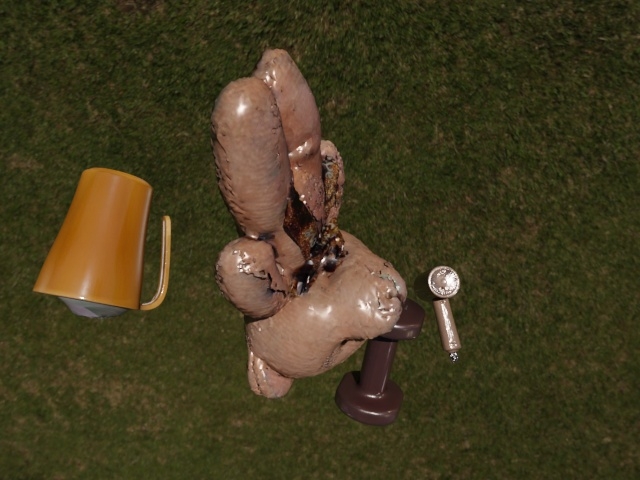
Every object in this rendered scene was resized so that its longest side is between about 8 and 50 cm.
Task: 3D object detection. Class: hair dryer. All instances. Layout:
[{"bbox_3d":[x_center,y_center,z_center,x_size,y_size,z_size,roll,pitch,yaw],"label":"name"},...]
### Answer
[{"bbox_3d":[0.234,0.144,0.984,0.064,0.117,0.182,-10,79,-7],"label":"hair dryer"}]

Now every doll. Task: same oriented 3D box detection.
[{"bbox_3d":[0.000,0.000,0.439,0.156,0.201,0.303,16,138,22],"label":"doll"}]

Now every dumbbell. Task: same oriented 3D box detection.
[{"bbox_3d":[0.108,0.214,0.942,0.124,0.140,0.225,15,108,14],"label":"dumbbell"}]

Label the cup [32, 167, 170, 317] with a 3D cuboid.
[{"bbox_3d":[-0.386,0.015,0.959,0.226,0.264,0.182,19,166,-37],"label":"cup"}]
